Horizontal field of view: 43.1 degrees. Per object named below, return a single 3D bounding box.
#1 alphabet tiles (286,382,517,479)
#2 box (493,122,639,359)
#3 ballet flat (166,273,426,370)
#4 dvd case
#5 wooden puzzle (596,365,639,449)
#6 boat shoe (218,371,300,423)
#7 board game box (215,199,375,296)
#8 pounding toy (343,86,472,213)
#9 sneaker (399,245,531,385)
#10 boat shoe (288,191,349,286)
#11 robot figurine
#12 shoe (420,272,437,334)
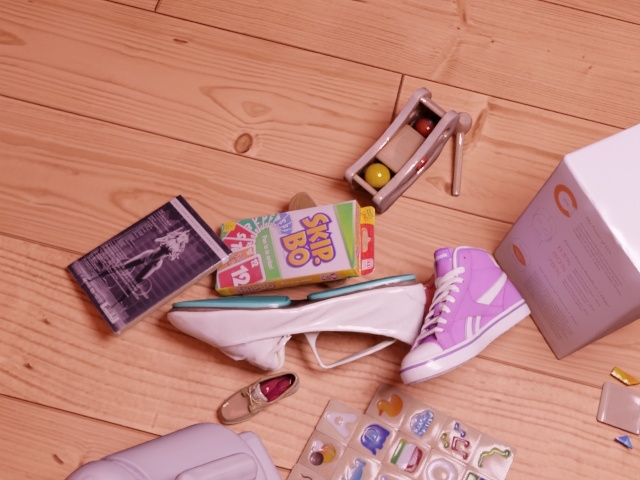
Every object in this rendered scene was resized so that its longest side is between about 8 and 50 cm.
[{"bbox_3d":[0.127,0.381,1.191,0.342,0.011,0.285,24,68,14],"label":"alphabet tiles"},{"bbox_3d":[0.425,0.011,1.214,0.168,0.345,0.215,-24,72,-14],"label":"box"},{"bbox_3d":[-0.033,0.136,1.242,0.400,0.139,0.139,-7,68,-2],"label":"ballet flat"},{"bbox_3d":[-0.273,0.034,1.301,0.221,0.018,0.164,-35,57,-16],"label":"dvd case"},{"bbox_3d":[0.482,0.266,1.292,0.078,0.014,0.116,24,67,10],"label":"wooden puzzle"},{"bbox_3d":[-0.094,0.235,1.239,0.135,0.045,0.050,-28,72,-15],"label":"boat shoe"},{"bbox_3d":[-0.040,0.012,1.283,0.259,0.039,0.124,-8,59,17],"label":"board game box"},{"bbox_3d":[0.180,-0.144,1.363,0.155,0.154,0.269,41,70,12],"label":"pounding toy"},{"bbox_3d":[0.185,0.101,1.211,0.282,0.102,0.161,-26,85,-44],"label":"sneaker"},{"bbox_3d":[0.000,0.000,1.340,0.063,0.059,0.170,-27,77,16],"label":"boat shoe"},{"bbox_3d":[-0.202,0.357,1.043,0.353,0.300,0.200,-9,58,-50],"label":"robot figurine"},{"bbox_3d":[0.175,0.133,1.298,0.081,0.063,0.178,30,63,9],"label":"shoe"}]
